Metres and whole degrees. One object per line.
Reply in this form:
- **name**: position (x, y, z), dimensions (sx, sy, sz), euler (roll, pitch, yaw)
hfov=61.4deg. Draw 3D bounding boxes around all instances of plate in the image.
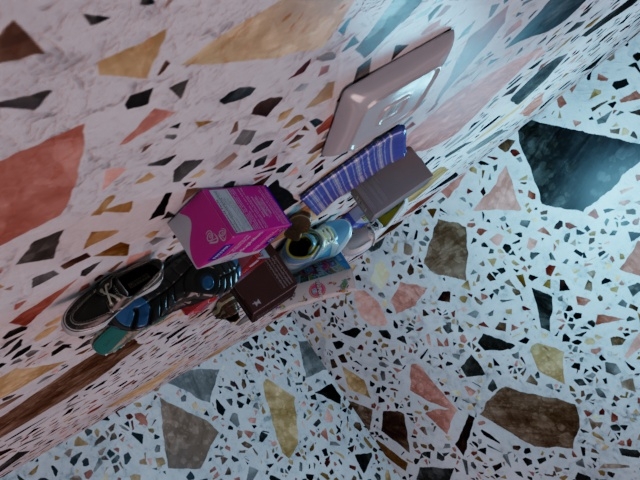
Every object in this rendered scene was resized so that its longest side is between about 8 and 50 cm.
- **plate**: position (0.142, -0.287, 1.127), dimensions (0.278, 0.045, 0.277), euler (-33, 170, -17)

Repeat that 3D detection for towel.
- **towel**: position (0.101, -0.188, 1.509), dimensions (0.336, 0.040, 0.243), euler (-36, 170, 3)

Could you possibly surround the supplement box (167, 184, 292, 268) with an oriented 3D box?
- **supplement box**: position (-0.173, -0.033, 1.071), dimensions (0.111, 0.114, 0.220), euler (-39, 169, 26)

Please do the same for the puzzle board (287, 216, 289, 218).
- **puzzle board**: position (-0.153, -0.022, 1.524), dimensions (0.128, 0.011, 0.096), euler (-30, 168, -34)

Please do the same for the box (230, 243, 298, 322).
- **box**: position (-0.190, 0.135, 1.693), dimensions (0.167, 0.168, 0.203), euler (-33, 171, -16)

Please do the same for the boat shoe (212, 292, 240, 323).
- **boat shoe**: position (-0.356, 0.282, 2.075), dimensions (0.095, 0.095, 0.257), euler (-32, 171, -18)

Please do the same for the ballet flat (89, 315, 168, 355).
- **ballet flat**: position (-0.466, 0.193, 1.335), dimensions (0.241, 0.091, 0.077), euler (-32, -158, 4)

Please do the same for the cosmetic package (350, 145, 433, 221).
- **cosmetic package**: position (0.228, -0.181, 1.737), dimensions (0.238, 0.127, 0.107), euler (-32, 170, -9)

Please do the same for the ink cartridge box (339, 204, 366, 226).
- **ink cartridge box**: position (0.200, -0.130, 2.109), dimensions (0.311, 0.065, 0.186), euler (-36, 171, 18)

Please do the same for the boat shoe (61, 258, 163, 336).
- **boat shoe**: position (-0.405, 0.102, 1.056), dimensions (0.219, 0.078, 0.070), euler (-39, 175, -33)

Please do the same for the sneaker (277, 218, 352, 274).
- **sneaker**: position (0.000, 0.000, 1.838), dimensions (0.319, 0.127, 0.208), euler (-33, 172, -22)

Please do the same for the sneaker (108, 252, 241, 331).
- **sneaker**: position (-0.341, 0.104, 1.243), dimensions (0.340, 0.125, 0.139), euler (-22, -177, -41)

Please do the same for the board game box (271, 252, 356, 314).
- **board game box**: position (-0.048, 0.140, 1.929), dimensions (0.303, 0.098, 0.224), euler (-16, -159, -6)

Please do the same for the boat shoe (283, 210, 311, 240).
- **boat shoe**: position (-0.063, -0.054, 1.561), dimensions (0.178, 0.064, 0.060), euler (132, -19, -67)

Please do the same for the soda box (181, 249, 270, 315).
- **soda box**: position (-0.265, 0.086, 1.406), dimensions (0.263, 0.092, 0.083), euler (-38, 171, 15)

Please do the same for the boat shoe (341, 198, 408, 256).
- **boat shoe**: position (0.226, -0.070, 2.273), dimensions (0.367, 0.136, 0.156), euler (-39, 171, 4)
